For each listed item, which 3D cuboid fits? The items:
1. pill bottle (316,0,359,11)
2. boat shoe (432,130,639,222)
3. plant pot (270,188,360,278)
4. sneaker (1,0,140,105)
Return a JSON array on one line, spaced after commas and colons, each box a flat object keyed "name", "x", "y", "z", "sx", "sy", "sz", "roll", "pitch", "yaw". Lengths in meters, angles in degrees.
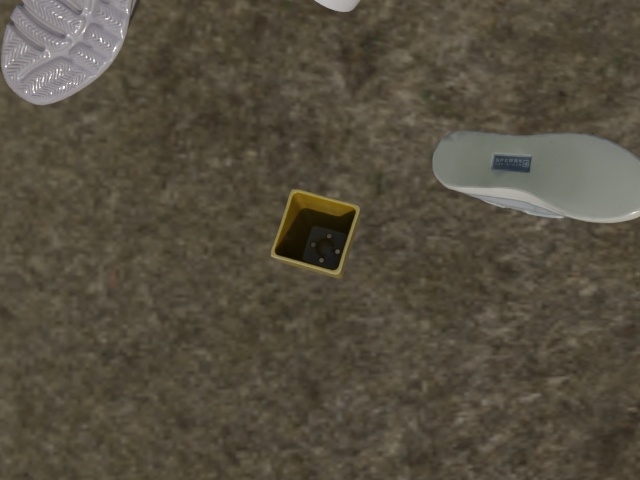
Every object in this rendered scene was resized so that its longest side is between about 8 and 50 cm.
[{"name": "pill bottle", "x": 0.042, "y": -0.266, "z": 1.106, "sx": 0.152, "sy": 0.086, "sz": 0.086, "roll": -51, "pitch": 53, "yaw": 35}, {"name": "boat shoe", "x": 0.221, "y": -0.062, "z": 1.285, "sx": 0.227, "sy": 0.081, "sz": 0.079, "roll": 12, "pitch": 88, "yaw": 33}, {"name": "plant pot", "x": 0.000, "y": 0.000, "z": 1.502, "sx": 0.081, "sy": 0.083, "sz": 0.081, "roll": 15, "pitch": 78, "yaw": 12}, {"name": "sneaker", "x": -0.232, "y": -0.295, "z": 1.521, "sx": 0.124, "sy": 0.180, "sz": 0.321, "roll": 39, "pitch": 106, "yaw": -4}]
